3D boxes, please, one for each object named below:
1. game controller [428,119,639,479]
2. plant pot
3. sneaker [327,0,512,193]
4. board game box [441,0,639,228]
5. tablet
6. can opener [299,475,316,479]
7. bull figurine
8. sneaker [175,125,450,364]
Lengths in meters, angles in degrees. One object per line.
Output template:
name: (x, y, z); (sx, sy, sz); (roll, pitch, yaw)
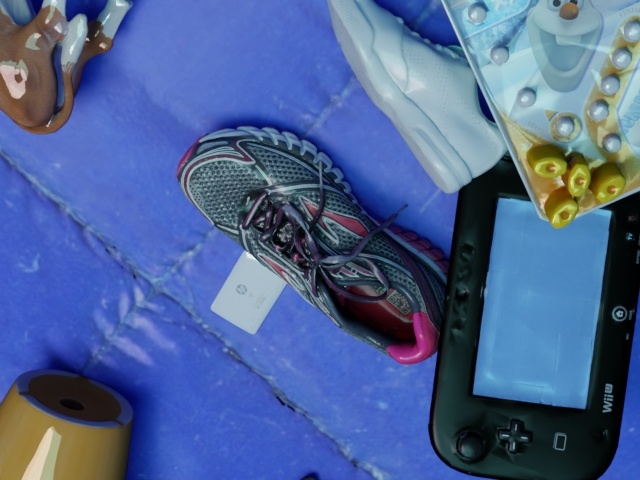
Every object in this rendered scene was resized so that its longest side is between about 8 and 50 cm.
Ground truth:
game controller: (0.193, 0.054, 0.994); (0.167, 0.067, 0.319); (7, 92, 11)
plant pot: (-0.288, 0.247, 1.195); (0.205, 0.205, 0.187); (21, 102, 3)
sneaker: (0.087, -0.148, 0.974); (0.094, 0.080, 0.212); (-34, 84, -3)
board game box: (0.279, -0.246, 0.855); (0.390, 0.050, 0.390); (-24, 108, 10)
tablet: (-0.072, 0.053, 1.146); (0.054, 0.006, 0.083); (31, 117, -2)
can opener: (-0.049, 0.331, 1.253); (0.059, 0.073, 0.186); (45, 121, 35)
bull figurine: (-0.323, -0.237, 1.013); (0.310, 0.101, 0.188); (41, 115, -8)
sneaker: (0.000, 0.000, 1.045); (0.299, 0.112, 0.121); (32, 118, -2)
